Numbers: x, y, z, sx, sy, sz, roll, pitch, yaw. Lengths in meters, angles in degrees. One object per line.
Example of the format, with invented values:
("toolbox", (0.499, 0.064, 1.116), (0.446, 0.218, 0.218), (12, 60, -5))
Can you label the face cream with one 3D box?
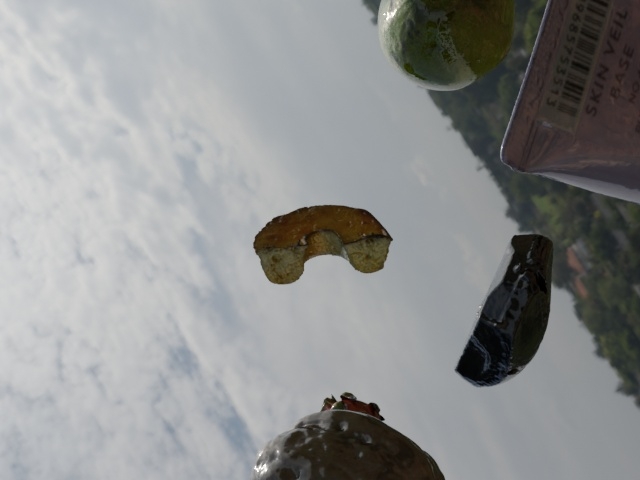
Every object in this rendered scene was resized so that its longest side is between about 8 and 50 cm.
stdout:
("face cream", (0.203, -0.089, 0.582), (0.096, 0.154, 0.273), (20, -178, 41))

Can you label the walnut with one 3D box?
("walnut", (0.028, 0.291, 0.988), (0.224, 0.224, 0.224), (54, -167, -18))

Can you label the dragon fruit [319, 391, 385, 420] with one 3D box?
("dragon fruit", (0.043, 0.267, 1.286), (0.116, 0.086, 0.081), (14, -179, 45))

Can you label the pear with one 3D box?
("pear", (0.190, -0.332, 1.341), (0.212, 0.212, 0.269), (61, -171, 18))

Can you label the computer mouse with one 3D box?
("computer mouse", (0.192, 0.084, 0.900), (0.073, 0.122, 0.217), (21, 153, 11))

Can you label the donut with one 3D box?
("donut", (0.005, -0.003, 1.702), (0.152, 0.258, 0.101), (-96, -1, -57))
